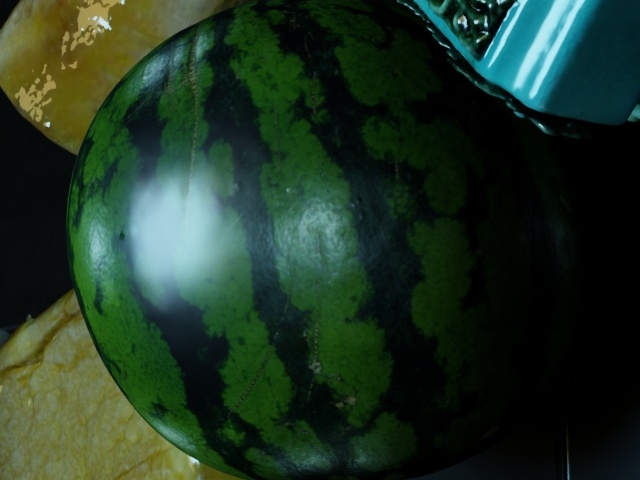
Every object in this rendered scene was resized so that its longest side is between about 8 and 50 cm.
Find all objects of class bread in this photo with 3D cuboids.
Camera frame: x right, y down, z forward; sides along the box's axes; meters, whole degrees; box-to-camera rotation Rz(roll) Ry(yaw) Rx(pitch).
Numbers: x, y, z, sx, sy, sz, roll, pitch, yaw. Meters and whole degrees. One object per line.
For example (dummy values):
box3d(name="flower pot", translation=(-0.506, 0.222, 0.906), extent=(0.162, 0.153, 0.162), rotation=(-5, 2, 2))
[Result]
box3d(name="bread", translation=(-0.120, 0.184, 1.133), extent=(0.337, 0.148, 0.327), rotation=(-38, 58, 47))

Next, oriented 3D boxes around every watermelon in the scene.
box3d(name="watermelon", translation=(0.000, 0.000, 0.835), extent=(0.285, 0.285, 0.285), rotation=(-14, 74, 56))

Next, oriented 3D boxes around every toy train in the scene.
box3d(name="toy train", translation=(0.128, -0.140, 0.770), extent=(0.203, 0.163, 0.112), rotation=(54, 128, 46))

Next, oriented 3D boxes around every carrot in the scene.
box3d(name="carrot", translation=(-0.126, -0.205, 1.161), extent=(0.254, 0.196, 0.196), rotation=(-56, 42, 37))

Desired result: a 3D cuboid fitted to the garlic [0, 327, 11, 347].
box3d(name="garlic", translation=(-0.294, 0.143, 1.444), extent=(0.175, 0.124, 0.099), rotation=(26, 92, 29))
